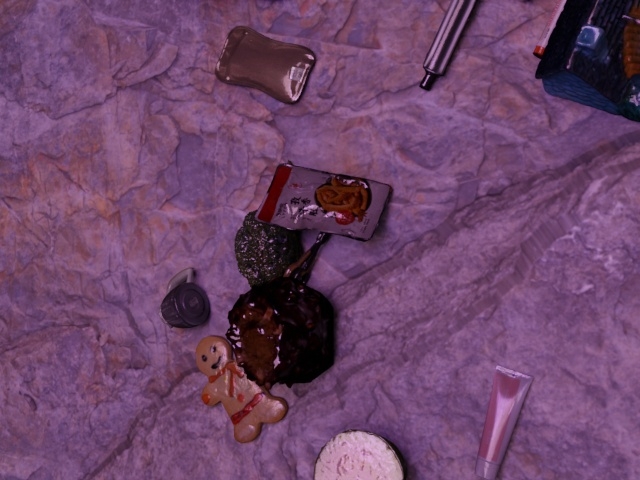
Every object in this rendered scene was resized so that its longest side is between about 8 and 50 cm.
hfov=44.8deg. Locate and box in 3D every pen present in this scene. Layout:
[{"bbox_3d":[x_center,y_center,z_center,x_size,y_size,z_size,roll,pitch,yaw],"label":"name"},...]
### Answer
[{"bbox_3d":[0.441,-0.431,1.400,0.026,0.026,0.218,27,96,22],"label":"pen"}]

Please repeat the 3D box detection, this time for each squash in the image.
[{"bbox_3d":[0.084,0.426,1.420,0.170,0.123,0.170,-2,84,23],"label":"squash"}]

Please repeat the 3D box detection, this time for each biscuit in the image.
[{"bbox_3d":[-0.179,0.296,1.591,0.153,0.030,0.234,-40,73,13],"label":"biscuit"}]

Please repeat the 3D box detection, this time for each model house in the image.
[{"bbox_3d":[0.497,-0.358,1.259,0.226,0.241,0.261,24,94,25],"label":"model house"}]

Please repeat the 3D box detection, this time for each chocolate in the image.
[{"bbox_3d":[-0.090,0.196,1.436,0.206,0.177,0.224,3,106,9],"label":"chocolate"}]

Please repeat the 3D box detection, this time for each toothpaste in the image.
[{"bbox_3d":[0.318,0.325,1.380,0.067,0.043,0.194,16,86,25],"label":"toothpaste"}]

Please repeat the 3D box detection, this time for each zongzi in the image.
[{"bbox_3d":[-0.034,-0.125,1.569,0.076,0.040,0.083,0,68,16],"label":"zongzi"}]

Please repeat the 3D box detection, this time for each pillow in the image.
[{"bbox_3d":[-0.118,-0.370,1.621,0.217,0.033,0.130,22,91,23],"label":"pillow"}]

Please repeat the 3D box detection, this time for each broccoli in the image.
[{"bbox_3d":[-0.107,0.020,1.533,0.138,0.146,0.162,-26,56,58],"label":"broccoli"}]

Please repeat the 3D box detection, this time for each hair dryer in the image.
[{"bbox_3d":[0.202,-0.462,1.440,0.320,0.156,0.284,36,89,13],"label":"hair dryer"}]

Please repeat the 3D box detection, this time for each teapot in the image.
[{"bbox_3d":[-0.289,0.133,1.634,0.091,0.124,0.092,-24,118,34],"label":"teapot"}]

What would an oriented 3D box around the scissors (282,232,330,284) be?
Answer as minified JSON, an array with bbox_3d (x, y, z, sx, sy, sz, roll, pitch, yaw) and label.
[{"bbox_3d":[0.000,0.000,1.528,0.017,0.088,0.220,33,87,28],"label":"scissors"}]

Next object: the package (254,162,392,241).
[{"bbox_3d":[0.004,-0.072,1.495,0.239,0.030,0.154,11,53,18],"label":"package"}]
